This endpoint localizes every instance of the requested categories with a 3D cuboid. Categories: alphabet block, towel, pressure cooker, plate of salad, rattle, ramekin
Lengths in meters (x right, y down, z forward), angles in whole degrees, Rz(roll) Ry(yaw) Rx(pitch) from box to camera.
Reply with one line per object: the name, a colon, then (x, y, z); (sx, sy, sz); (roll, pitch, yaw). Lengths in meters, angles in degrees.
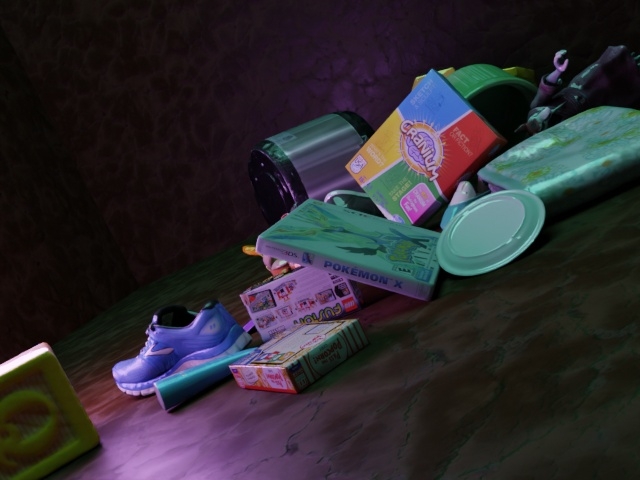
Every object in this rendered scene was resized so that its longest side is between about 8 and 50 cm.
alphabet block: (-0.527, 0.313, 1.318); (0.192, 0.193, 0.197); (-31, 8, -22)
towel: (0.488, -0.157, 1.431); (0.321, 0.090, 0.374); (-27, 13, 7)
pressure cooker: (0.032, -0.201, 2.295); (0.421, 0.369, 0.375); (-26, -22, -21)
plate of salad: (0.289, -0.010, 1.252); (0.200, 0.048, 0.199); (-28, 31, 18)
rattle: (-0.130, -0.026, 2.000); (0.130, 0.199, 0.143); (-21, 46, -27)
ramekin: (0.403, -0.294, 1.865); (0.304, 0.303, 0.148); (-26, 41, -3)

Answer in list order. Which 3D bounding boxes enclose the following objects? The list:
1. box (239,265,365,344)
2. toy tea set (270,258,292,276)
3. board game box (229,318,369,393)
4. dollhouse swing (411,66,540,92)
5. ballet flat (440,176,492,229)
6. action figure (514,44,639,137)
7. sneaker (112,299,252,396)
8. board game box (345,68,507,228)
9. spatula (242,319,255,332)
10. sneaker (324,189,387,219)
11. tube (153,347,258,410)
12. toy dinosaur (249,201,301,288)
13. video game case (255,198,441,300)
box: (-0.034, 0.109, 1.369); (0.207, 0.114, 0.036); (-23, 8, 18)
toy tea set: (0.000, 0.000, 1.995); (0.200, 0.124, 0.336); (-19, 10, 43)
board game box: (-0.037, 0.177, 1.150); (0.147, 0.045, 0.193); (-30, 8, -30)
dollhouse swing: (0.441, -0.302, 2.086); (0.305, 0.315, 0.347); (12, -7, 28)
ballet flat: (0.357, -0.108, 1.660); (0.247, 0.087, 0.083); (-28, 9, -15)
action figure: (0.589, -0.322, 1.755); (0.370, 0.248, 0.276); (-26, 6, -20)
sneaker: (-0.293, 0.202, 1.469); (0.330, 0.147, 0.130); (-26, 6, 26)
board game box: (0.238, -0.201, 1.727); (0.316, 0.242, 0.064); (-48, -28, 22)
spatula: (-0.058, 0.131, 1.627); (0.297, 0.030, 0.084); (-28, 5, -10)
sneaker: (0.161, -0.052, 1.907); (0.296, 0.104, 0.146); (1, 45, -7)
tube: (-0.191, 0.232, 1.313); (0.207, 0.052, 0.080); (-23, 6, -21)
toy dinosaur: (-0.028, 0.033, 1.755); (0.322, 0.164, 0.218); (-14, 37, -3)
video game case: (0.075, 0.004, 1.345); (0.300, 0.036, 0.329); (15, 18, 10)
